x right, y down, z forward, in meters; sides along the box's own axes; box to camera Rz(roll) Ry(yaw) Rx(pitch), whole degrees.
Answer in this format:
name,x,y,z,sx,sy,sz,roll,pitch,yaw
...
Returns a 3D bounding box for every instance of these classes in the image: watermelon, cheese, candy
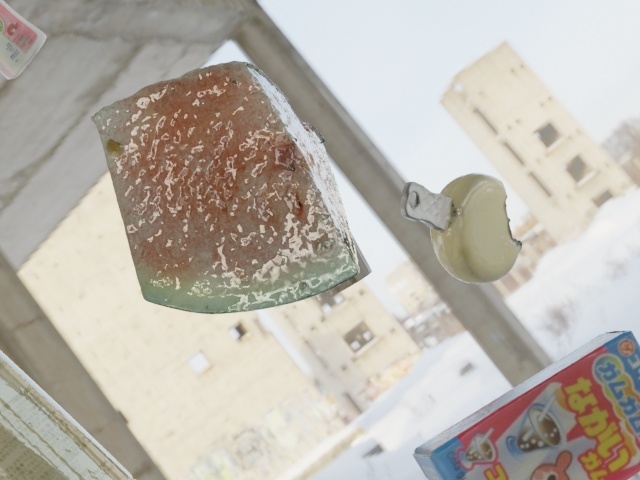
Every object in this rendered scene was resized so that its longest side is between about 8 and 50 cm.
name,x,y,z,sx,sy,sz,roll,pitch,yaw
watermelon,-0.079,-0.054,0.952,0.213,0.262,0.201,-18,-56,-4
cheese,0.192,-0.010,1.447,0.070,0.163,0.249,3,10,41
candy,0.286,0.252,1.277,0.306,0.157,0.100,-29,-4,-12

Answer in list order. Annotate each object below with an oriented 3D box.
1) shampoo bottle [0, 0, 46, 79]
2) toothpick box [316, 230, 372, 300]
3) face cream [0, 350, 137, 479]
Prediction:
name,x,y,z,sx,sy,sz,roll,pitch,yaw
shampoo bottle,-0.382,-0.248,1.215,0.043,0.099,0.072,2,55,52
toothpick box,0.000,0.000,1.770,0.111,0.181,0.111,-30,2,1
face cream,-0.325,0.272,1.187,0.081,0.348,0.173,-48,-1,38
